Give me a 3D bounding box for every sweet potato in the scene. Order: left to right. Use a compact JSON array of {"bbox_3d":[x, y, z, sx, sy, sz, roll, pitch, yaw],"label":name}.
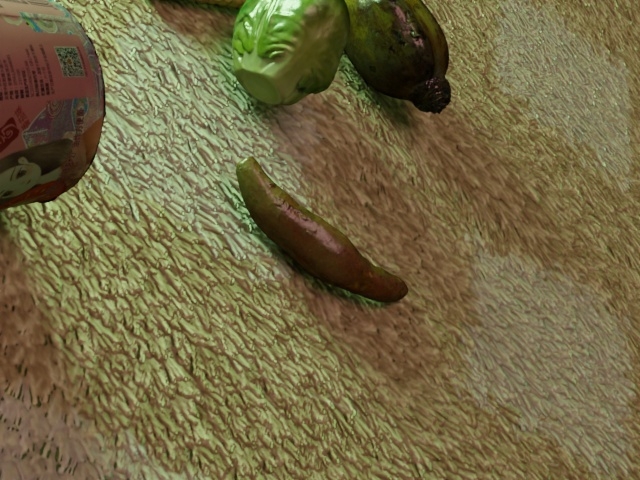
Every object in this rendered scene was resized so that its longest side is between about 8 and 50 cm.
[{"bbox_3d":[0.003,0.007,1.639,0.255,0.058,0.078,36,22,-22],"label":"sweet potato"}]

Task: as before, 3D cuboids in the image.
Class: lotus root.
[{"bbox_3d":[0.088,-0.240,1.860,0.120,0.120,0.209,-24,79,-49],"label":"lotus root"}]

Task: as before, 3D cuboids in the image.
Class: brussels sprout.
[{"bbox_3d":[-0.038,-0.229,1.716,0.117,0.155,0.155,45,39,-24],"label":"brussels sprout"}]

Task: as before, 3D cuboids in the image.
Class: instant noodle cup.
[{"bbox_3d":[-0.333,-0.120,1.306,0.231,0.243,0.243,-10,68,-53],"label":"instant noodle cup"}]

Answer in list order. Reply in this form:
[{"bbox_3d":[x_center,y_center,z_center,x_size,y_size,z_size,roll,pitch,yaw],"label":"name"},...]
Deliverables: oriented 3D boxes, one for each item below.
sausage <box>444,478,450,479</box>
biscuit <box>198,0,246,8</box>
[{"bbox_3d":[0.139,0.377,1.430,0.317,0.117,0.125,62,2,14],"label":"sausage"},{"bbox_3d":[-0.124,-0.338,1.800,0.249,0.030,0.160,0,62,-43],"label":"biscuit"}]
